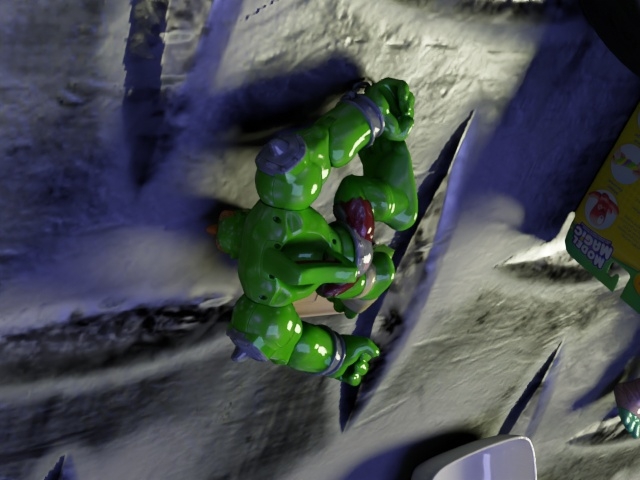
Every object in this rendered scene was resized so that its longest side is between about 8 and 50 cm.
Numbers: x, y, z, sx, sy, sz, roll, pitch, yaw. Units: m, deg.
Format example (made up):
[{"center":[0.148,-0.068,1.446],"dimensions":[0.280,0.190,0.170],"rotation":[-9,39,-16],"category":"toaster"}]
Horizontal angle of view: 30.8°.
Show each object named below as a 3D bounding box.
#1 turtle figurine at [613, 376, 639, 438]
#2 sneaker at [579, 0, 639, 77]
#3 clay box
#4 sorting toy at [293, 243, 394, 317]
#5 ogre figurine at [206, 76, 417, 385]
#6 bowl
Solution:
[{"center":[0.424,0.140,1.166],"dimensions":[0.234,0.118,0.175],"rotation":[-25,132,29],"category":"turtle figurine"},{"center":[0.238,-0.234,0.685],"dimensions":[0.178,0.124,0.295],"rotation":[-37,149,-2],"category":"sneaker"},{"center":[0.290,-0.051,0.901],"dimensions":[0.053,0.127,0.222],"rotation":[1,125,-41],"category":"clay box"},{"center":[0.014,0.023,0.815],"dimensions":[0.083,0.012,0.062],"rotation":[-3,122,-36],"category":"sorting toy"},{"center":[0.000,0.000,0.715],"dimensions":[0.118,0.097,0.197],"rotation":[-7,133,-45],"category":"ogre figurine"},{"center":[0.135,0.251,1.071],"dimensions":[0.142,0.053,0.142],"rotation":[-12,104,-36],"category":"bowl"}]
